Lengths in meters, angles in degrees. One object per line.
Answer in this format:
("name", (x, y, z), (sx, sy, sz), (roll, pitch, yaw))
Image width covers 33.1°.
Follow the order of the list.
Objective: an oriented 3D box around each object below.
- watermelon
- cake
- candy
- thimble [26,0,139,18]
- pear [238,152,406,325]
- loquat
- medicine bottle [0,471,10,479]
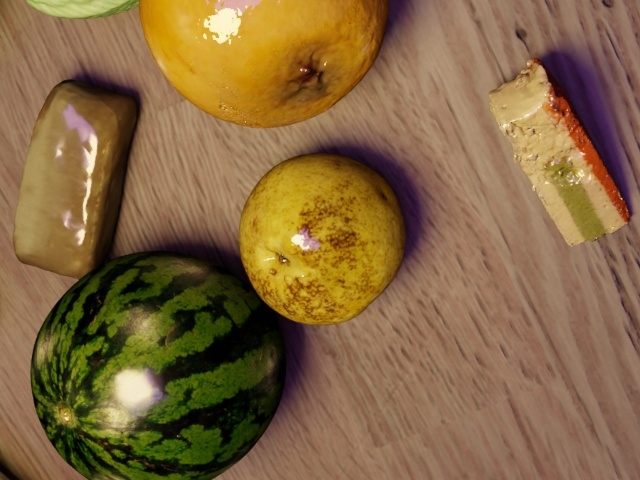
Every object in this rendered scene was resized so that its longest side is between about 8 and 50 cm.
("watermelon", (-0.189, 0.155, 1.253), (0.285, 0.285, 0.285), (3, 104, 10))
("cake", (0.264, -0.106, 1.220), (0.086, 0.117, 0.220), (-28, 130, 19))
("candy", (-0.295, -0.074, 1.301), (0.104, 0.102, 0.234), (16, 107, 7))
("thimble", (-0.263, -0.352, 1.199), (0.218, 0.150, 0.219), (2, 104, 9))
("pear", (0.000, 0.000, 1.221), (0.197, 0.197, 0.197), (3, 104, 10))
("loquat", (-0.062, -0.244, 1.133), (0.263, 0.263, 0.263), (3, 104, 10))
("medicine bottle", (-0.537, 0.329, 1.395), (0.316, 0.202, 0.202), (44, 107, -3))
